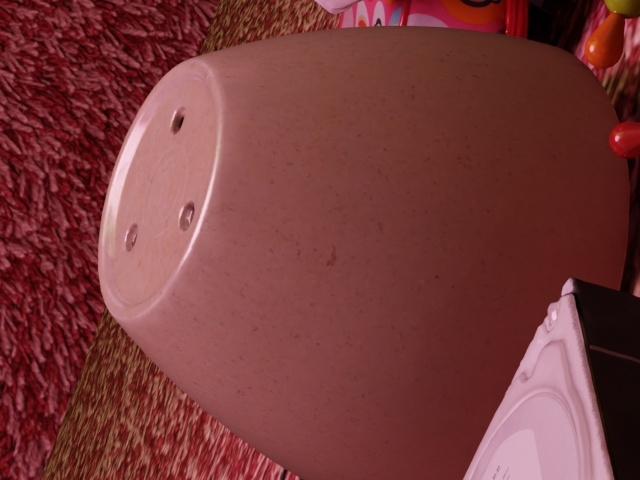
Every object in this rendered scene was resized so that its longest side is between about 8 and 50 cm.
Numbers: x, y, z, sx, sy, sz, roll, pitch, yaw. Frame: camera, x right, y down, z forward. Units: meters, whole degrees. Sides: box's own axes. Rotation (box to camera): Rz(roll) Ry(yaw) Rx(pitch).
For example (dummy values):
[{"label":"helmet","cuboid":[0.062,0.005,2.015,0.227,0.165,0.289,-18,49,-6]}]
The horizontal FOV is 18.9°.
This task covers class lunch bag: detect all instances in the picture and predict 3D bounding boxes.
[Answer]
[{"label":"lunch bag","cuboid":[0.071,-0.106,1.546,0.293,0.120,0.258,-129,48,-77]}]

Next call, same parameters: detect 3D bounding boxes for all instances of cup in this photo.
[{"label":"cup","cuboid":[0.000,0.000,1.219,0.331,0.237,0.331,-38,44,49]}]

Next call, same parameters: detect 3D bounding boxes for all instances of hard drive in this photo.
[{"label":"hard drive","cuboid":[0.109,0.202,0.869,0.339,0.064,0.237,-92,21,-58]}]

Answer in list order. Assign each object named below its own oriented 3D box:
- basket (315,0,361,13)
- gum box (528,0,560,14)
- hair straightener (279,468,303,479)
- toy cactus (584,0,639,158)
[{"label":"basket","cuboid":[0.095,-0.397,1.391,0.328,0.266,0.331,-20,32,19]},{"label":"gum box","cuboid":[0.184,-0.267,1.607,0.157,0.041,0.184,-65,13,3]},{"label":"hair straightener","cuboid":[0.015,0.134,1.585,0.089,0.047,0.230,145,142,-69]},{"label":"toy cactus","cuboid":[0.240,-0.146,1.045,0.180,0.112,0.219,3,65,57]}]
